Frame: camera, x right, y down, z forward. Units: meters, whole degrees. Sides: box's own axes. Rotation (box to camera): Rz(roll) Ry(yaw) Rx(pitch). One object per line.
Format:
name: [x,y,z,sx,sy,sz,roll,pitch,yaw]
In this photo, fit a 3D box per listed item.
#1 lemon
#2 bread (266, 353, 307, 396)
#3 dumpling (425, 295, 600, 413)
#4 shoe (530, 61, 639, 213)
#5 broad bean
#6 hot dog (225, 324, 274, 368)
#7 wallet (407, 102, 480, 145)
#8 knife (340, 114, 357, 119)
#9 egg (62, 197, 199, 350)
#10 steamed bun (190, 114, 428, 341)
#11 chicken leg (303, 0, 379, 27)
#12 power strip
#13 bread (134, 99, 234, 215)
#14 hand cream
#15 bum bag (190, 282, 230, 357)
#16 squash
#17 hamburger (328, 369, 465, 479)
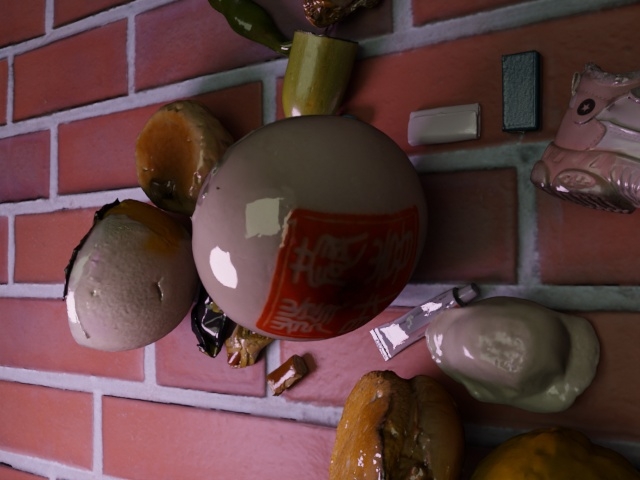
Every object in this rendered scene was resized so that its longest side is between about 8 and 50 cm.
lemon: [0.308,0.399,0.867,0.297,0.297,0.297,-1,88,34]
bread: [-0.064,0.254,1.271,0.083,0.036,0.047,-41,59,28]
dumpling: [0.275,0.164,0.990,0.250,0.132,0.163,4,82,19]
shoe: [0.453,-0.124,0.850,0.350,0.171,0.198,14,93,32]
broad bean: [-0.119,-0.435,1.327,0.318,0.056,0.098,29,85,23]
hot dog: [-0.139,0.191,1.308,0.078,0.061,0.169,43,112,26]
wallet: [0.203,-0.191,1.112,0.122,0.025,0.061,-1,81,35]
knife: [-0.017,-0.171,1.257,0.221,0.031,0.064,-23,65,35]
egg: [-0.343,0.082,1.335,0.200,0.337,0.337,14,97,10]
steamed bun: [0.000,0.000,1.025,0.375,0.374,0.241,-61,37,17]
chicken leg: [0.060,-0.441,1.182,0.207,0.101,0.085,-18,108,23]
power strip: [0.309,-0.225,1.035,0.056,0.032,0.123,0,89,35]
bread: [-0.264,-0.160,1.366,0.244,0.134,0.245,1,91,36]
hand cream: [0.173,0.131,1.118,0.216,0.038,0.052,-37,45,34]
bum bag: [-0.211,0.115,1.360,0.106,0.060,0.233,26,103,38]
squash: [-0.009,-0.278,1.203,0.123,0.123,0.187,20,101,33]
hamburger: [0.109,0.344,0.999,0.170,0.314,0.290,14,105,-3]
